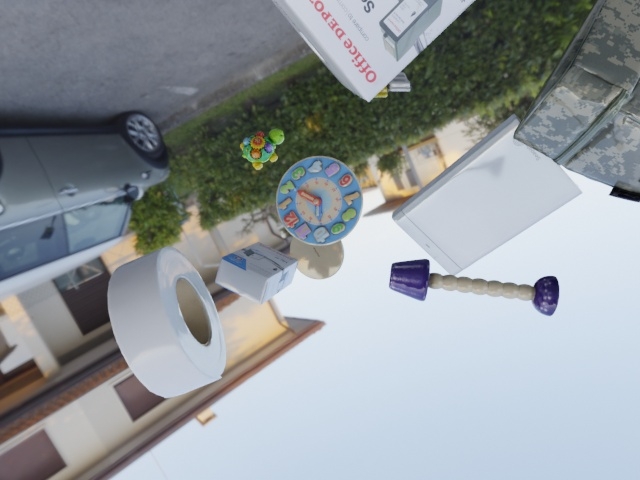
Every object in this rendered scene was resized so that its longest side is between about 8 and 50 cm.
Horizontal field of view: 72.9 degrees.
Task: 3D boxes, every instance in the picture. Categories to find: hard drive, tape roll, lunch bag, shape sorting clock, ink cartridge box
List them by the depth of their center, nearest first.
[{"bbox_3d":[0.094,-0.374,0.623,0.273,0.198,0.115,-43,-146,11],"label":"ink cartridge box"},{"bbox_3d":[0.515,-0.244,0.713,0.305,0.256,0.212,-54,167,-15],"label":"lunch bag"},{"bbox_3d":[-0.295,0.160,0.867,0.100,0.286,0.286,-22,-170,0],"label":"tape roll"},{"bbox_3d":[-0.004,-0.090,0.996,0.206,0.206,0.040,-22,-179,17],"label":"shape sorting clock"},{"bbox_3d":[0.377,-0.087,1.020,0.353,0.233,0.047,-41,-165,30],"label":"hard drive"},{"bbox_3d":[-0.162,0.081,1.145,0.139,0.082,0.190,23,-160,14],"label":"ink cartridge box"}]

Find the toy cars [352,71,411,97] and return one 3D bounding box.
[{"bbox_3d":[0.234,-0.600,1.626,0.176,0.087,0.393,16,-150,28],"label":"toy cars"}]

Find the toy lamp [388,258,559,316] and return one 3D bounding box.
[{"bbox_3d":[0.259,0.080,0.759,0.274,0.080,0.080,8,-162,11],"label":"toy lamp"}]

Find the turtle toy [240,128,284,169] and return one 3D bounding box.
[{"bbox_3d":[-0.159,-0.263,1.195,0.130,0.095,0.066,-31,163,-15],"label":"turtle toy"}]

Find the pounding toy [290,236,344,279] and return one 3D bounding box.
[{"bbox_3d":[0.000,0.000,1.412,0.182,0.237,0.110,-2,-167,21],"label":"pounding toy"}]
